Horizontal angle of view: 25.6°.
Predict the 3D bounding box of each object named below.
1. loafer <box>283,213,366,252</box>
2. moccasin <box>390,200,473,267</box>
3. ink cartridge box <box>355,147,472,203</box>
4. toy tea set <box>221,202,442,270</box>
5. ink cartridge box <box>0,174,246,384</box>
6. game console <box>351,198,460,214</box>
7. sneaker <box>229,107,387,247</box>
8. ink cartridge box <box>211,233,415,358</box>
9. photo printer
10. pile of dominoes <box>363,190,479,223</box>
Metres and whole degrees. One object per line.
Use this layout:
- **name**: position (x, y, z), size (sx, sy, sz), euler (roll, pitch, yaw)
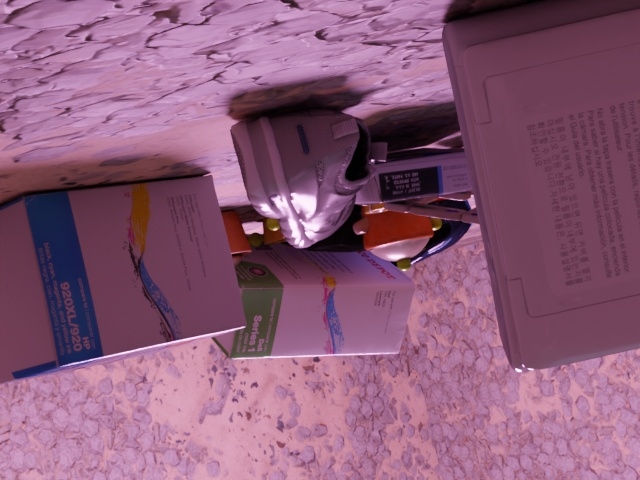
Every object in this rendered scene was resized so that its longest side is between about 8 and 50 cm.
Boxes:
- **loafer**: position (0.006, -0.007, 1.991), size (0.170, 0.062, 0.061), euler (8, 163, 11)
- **moccasin**: position (0.071, 0.004, 2.224), size (0.342, 0.138, 0.117), euler (-28, -175, 21)
- **ink cartridge box**: position (0.090, -0.071, 1.491), size (0.206, 0.045, 0.208), euler (-10, -173, -29)
- **toy tea set**: position (0.000, 0.000, 1.865), size (0.336, 0.124, 0.200), euler (-13, 176, 15)
- **ink cartridge box**: position (-0.226, 0.040, 1.435), size (0.232, 0.168, 0.171), euler (-10, 174, -42)
- **game console**: position (0.117, -0.028, 2.052), size (0.144, 0.085, 0.124), euler (-11, -164, -29)
- **sneaker**: position (0.009, -0.057, 1.255), size (0.115, 0.105, 0.281), euler (-14, 176, 9)
- **ink cartridge box**: position (-0.034, 0.076, 2.035), size (0.278, 0.117, 0.201), euler (1, -159, -28)
- **photo printer**: position (0.257, -0.060, 0.972), size (0.307, 0.256, 0.107), euler (-13, -165, 2)
- **pile of dominoes**: position (0.133, -0.069, 1.604), size (0.196, 0.040, 0.251), euler (9, -167, 21)
